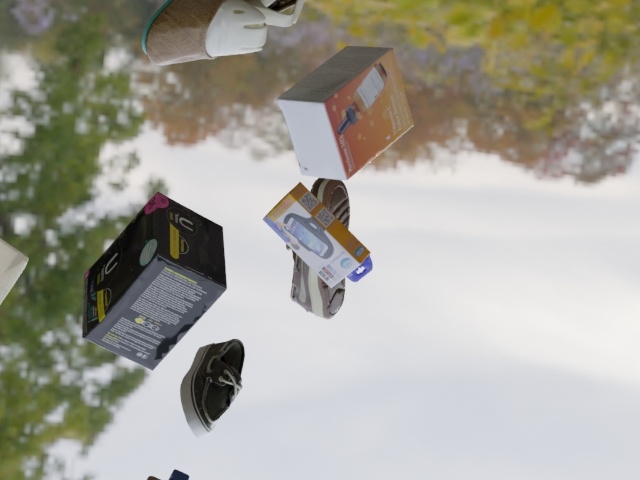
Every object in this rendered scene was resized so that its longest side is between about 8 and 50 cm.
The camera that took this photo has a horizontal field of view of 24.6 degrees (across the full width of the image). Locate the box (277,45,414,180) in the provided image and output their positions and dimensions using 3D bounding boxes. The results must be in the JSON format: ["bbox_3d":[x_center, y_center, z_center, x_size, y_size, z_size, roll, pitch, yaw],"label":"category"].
[{"bbox_3d":[0.039,-0.184,2.107,0.091,0.130,0.170,9,-142,40],"label":"box"}]

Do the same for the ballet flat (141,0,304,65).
[{"bbox_3d":[-0.103,-0.323,2.053,0.124,0.116,0.342,28,-141,19],"label":"ballet flat"}]

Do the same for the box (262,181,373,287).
[{"bbox_3d":[0.000,0.000,1.752,0.028,0.136,0.081,-45,-178,-35],"label":"box"}]

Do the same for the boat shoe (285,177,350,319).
[{"bbox_3d":[-0.016,0.008,2.358,0.095,0.258,0.095,19,-147,25],"label":"boat shoe"}]

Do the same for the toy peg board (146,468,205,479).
[{"bbox_3d":[-0.104,0.297,1.478,0.161,0.079,0.161,26,-154,-8],"label":"toy peg board"}]

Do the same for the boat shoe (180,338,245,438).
[{"bbox_3d":[-0.156,0.211,2.185,0.070,0.078,0.219,-22,-156,15],"label":"boat shoe"}]

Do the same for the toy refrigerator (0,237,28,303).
[{"bbox_3d":[-0.316,-0.010,1.042,0.102,0.094,0.269,39,168,-34],"label":"toy refrigerator"}]

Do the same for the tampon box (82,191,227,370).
[{"bbox_3d":[-0.199,0.049,1.757,0.101,0.161,0.120,28,-150,-27],"label":"tampon box"}]
